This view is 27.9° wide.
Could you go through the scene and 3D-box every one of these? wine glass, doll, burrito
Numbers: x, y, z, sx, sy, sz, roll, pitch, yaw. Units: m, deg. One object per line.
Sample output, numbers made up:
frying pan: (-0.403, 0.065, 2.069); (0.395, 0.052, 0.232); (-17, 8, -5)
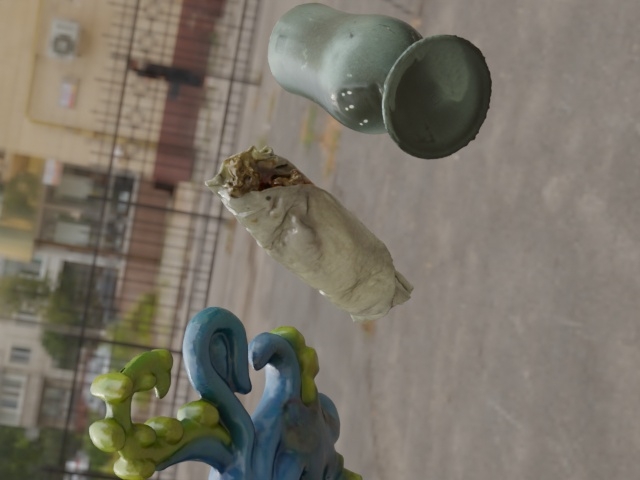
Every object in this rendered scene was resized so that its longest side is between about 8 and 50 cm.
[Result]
wine glass: (0.041, -0.145, 1.100); (0.231, 0.103, 0.103); (34, 116, 56)
doll: (-0.078, 0.232, 1.120); (0.341, 0.099, 0.346); (-40, -69, -53)
burrito: (0.000, 0.000, 1.620); (0.392, 0.117, 0.076); (44, -160, -47)
